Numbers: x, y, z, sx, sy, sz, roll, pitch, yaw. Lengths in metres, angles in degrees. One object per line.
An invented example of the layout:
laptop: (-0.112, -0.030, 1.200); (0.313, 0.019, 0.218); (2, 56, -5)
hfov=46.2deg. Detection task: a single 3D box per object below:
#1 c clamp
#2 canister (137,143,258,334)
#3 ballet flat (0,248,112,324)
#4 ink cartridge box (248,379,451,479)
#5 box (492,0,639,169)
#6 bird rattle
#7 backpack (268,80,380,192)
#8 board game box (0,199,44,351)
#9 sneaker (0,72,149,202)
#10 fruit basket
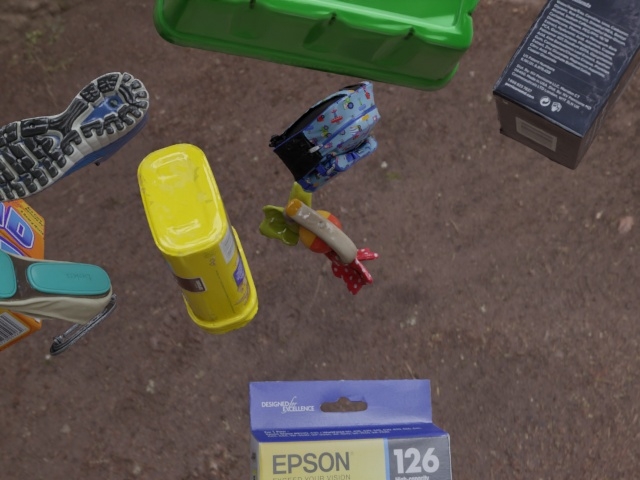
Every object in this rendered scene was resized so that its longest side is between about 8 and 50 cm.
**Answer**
c clamp: (-0.420, 0.149, 1.338); (0.161, 0.022, 0.137); (-43, 22, -27)
canister: (-0.117, 0.002, 0.730); (0.073, 0.170, 0.126); (-18, 61, -6)
ballet flat: (-0.370, 0.057, 0.892); (0.086, 0.248, 0.086); (-18, 64, 42)
ink cartridge box: (0.049, 0.357, 1.090); (0.304, 0.072, 0.307); (2, 78, -19)
box: (0.245, -0.166, 0.707); (0.093, 0.156, 0.158); (32, 94, 16)
bird rattle: (0.000, 0.000, 1.439); (0.143, 0.207, 0.253); (-44, 84, -5)
backpack: (0.029, -0.176, 1.228); (0.173, 0.117, 0.158); (-33, 3, 38)
board game box: (-0.812, 0.042, 1.487); (0.356, 0.356, 0.356); (-29, 42, 7)
sneaker: (-0.433, -0.157, 1.291); (0.330, 0.147, 0.129); (-29, 82, -6)
fruit basket: (0.003, -0.343, 0.883); (0.392, 0.392, 0.283); (15, 101, 25)
